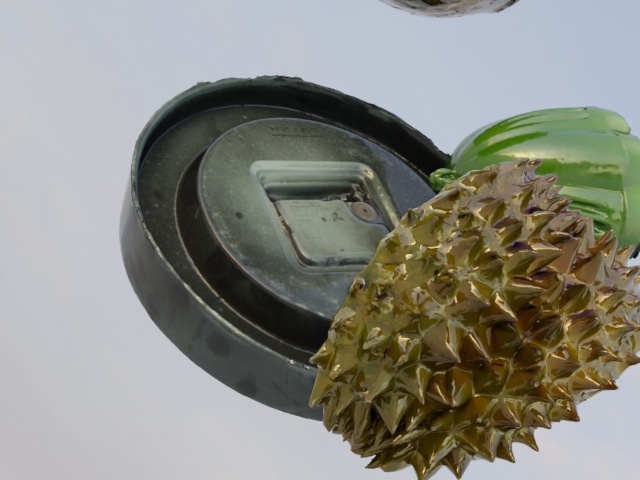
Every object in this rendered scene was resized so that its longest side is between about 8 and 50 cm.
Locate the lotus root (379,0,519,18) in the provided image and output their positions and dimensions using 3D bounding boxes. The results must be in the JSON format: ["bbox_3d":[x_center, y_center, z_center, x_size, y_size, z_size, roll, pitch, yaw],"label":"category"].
[{"bbox_3d":[0.076,-0.361,1.199,0.346,0.250,0.250,41,-24,-18],"label":"lotus root"}]

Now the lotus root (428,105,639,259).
[{"bbox_3d":[0.170,-0.040,1.116,0.186,0.186,0.186,36,-29,24],"label":"lotus root"}]

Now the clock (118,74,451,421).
[{"bbox_3d":[0.000,0.000,1.180,0.386,0.386,0.076,41,-47,15],"label":"clock"}]

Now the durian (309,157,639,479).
[{"bbox_3d":[0.109,0.037,0.829,0.153,0.260,0.186,9,-38,47],"label":"durian"}]
